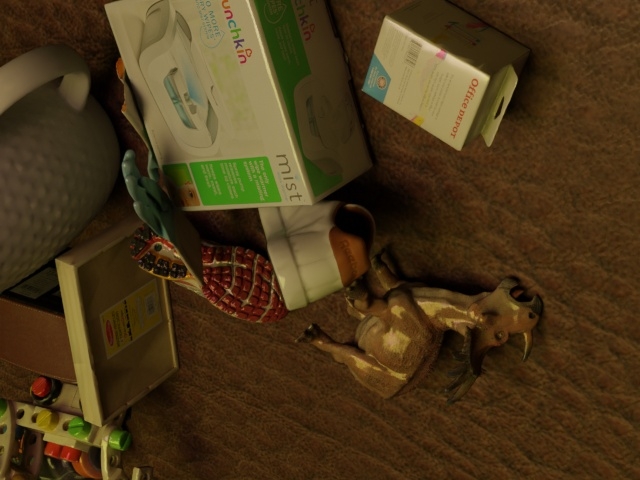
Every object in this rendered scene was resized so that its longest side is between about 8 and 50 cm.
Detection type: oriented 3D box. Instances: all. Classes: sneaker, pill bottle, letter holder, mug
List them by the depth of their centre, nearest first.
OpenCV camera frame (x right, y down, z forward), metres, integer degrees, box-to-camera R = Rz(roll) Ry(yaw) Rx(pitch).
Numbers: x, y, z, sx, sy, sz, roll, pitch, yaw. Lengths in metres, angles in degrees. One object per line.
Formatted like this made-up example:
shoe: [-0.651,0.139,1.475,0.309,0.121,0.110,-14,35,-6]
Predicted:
sneaker: [0.000,0.000,1.276,0.290,0.123,0.106,-114,5,-71]
mug: [-0.415,-0.108,1.451,0.276,0.328,0.374,47,135,8]
sneaker: [-0.137,0.038,1.490,0.225,0.093,0.088,27,88,10]
letter holder: [-0.410,0.138,1.723,0.301,0.152,0.215,12,124,35]
pill bottle: [-0.441,0.340,1.883,0.245,0.130,0.131,-2,114,40]

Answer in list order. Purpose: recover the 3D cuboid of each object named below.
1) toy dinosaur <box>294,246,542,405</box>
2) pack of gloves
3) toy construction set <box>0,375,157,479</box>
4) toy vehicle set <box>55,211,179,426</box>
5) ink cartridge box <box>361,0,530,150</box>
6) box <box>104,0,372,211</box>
toy dinosaur: [0.100,0.124,1.309,0.200,0.127,0.296,44,141,2]
pack of gloves: [-0.208,-0.074,1.366,0.046,0.195,0.232,-13,149,10]
toy construction set: [-0.389,0.322,1.697,0.327,0.215,0.151,11,162,19]
toy vehicle set: [-0.279,0.109,1.582,0.035,0.166,0.267,17,124,32]
ink cartridge box: [0.132,-0.165,1.125,0.143,0.090,0.092,35,133,18]
box: [-0.090,-0.177,1.284,0.231,0.126,0.262,1,114,42]
